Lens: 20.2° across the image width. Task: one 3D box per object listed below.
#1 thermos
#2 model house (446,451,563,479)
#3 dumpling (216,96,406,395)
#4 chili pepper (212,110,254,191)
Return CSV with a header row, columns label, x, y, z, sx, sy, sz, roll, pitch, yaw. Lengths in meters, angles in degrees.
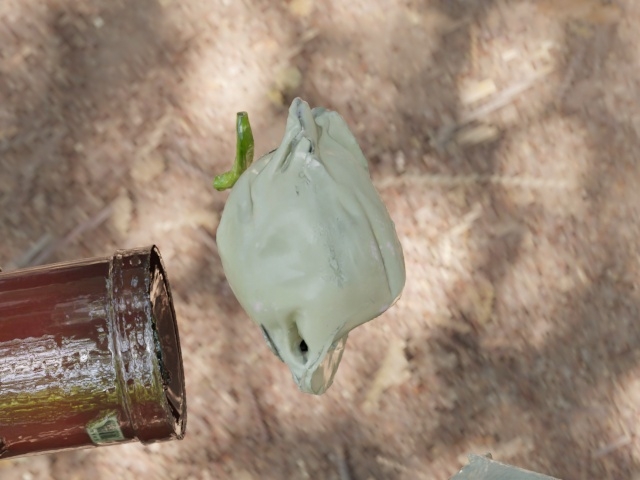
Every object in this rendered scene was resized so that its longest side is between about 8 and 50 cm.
label,x,y,z,sx,sy,sz,roll,pitch,yaw
thermos,-0.184,0.068,0.844,0.232,0.099,0.124,-9,54,1
model house,0.232,0.362,1.693,0.169,0.244,0.326,-34,26,-31
dumpling,0.000,0.000,1.205,0.118,0.136,0.199,5,104,24
chili pepper,-0.062,-0.059,1.294,0.017,0.083,0.030,-34,75,-35
